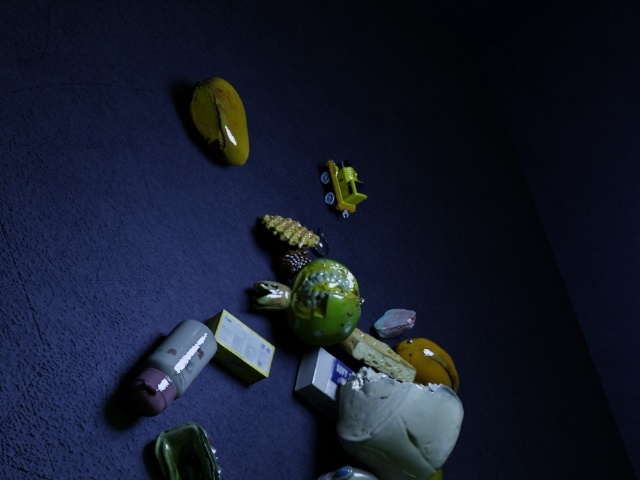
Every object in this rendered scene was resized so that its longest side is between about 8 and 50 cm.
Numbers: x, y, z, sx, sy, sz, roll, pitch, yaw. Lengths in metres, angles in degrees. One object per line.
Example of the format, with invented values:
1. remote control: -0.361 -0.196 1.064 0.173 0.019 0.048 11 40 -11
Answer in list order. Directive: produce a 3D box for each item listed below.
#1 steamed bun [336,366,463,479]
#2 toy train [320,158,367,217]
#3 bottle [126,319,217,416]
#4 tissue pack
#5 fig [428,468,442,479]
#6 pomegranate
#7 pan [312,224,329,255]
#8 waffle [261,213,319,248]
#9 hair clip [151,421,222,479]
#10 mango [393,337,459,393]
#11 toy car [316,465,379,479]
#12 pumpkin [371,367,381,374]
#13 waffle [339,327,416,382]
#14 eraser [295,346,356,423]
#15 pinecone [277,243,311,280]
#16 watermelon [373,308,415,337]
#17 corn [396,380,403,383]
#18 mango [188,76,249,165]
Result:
1. steamed bun: 0.210 0.455 1.709 0.290 0.272 0.274 36 45 -25
2. toy train: 0.078 -0.183 2.254 0.089 0.127 0.219 13 57 -47
3. bottle: -0.320 0.276 1.451 0.110 0.110 0.233 52 36 -12
4. tissue pack: -0.200 0.260 1.651 0.176 0.062 0.095 40 38 -25
5. fig: 0.251 0.671 1.882 0.142 0.186 0.148 33 -14 44
6. pomegranate: -0.035 0.165 1.819 0.301 0.236 0.236 4 57 -12
7. pan: 0.000 0.000 2.114 0.068 0.023 0.115 36 45 -29
8. waffle: -0.086 -0.025 1.942 0.191 0.038 0.191 25 14 -7
9. hair clip: -0.239 0.531 1.372 0.091 0.138 0.321 52 20 -70
10. mango: 0.334 0.405 2.123 0.236 0.166 0.136 51 41 -11
11. toy car: 0.149 0.705 1.623 0.336 0.226 0.242 41 40 -27
12. pumpkin: 0.162 0.410 2.020 0.083 0.028 0.050 46 38 -34
13. waffle: 0.147 0.318 1.969 0.274 0.057 0.168 32 3 -33
14. eraser: 0.058 0.417 1.840 0.279 0.081 0.124 42 40 -25
15. pinecone: -0.076 0.054 1.921 0.102 0.102 0.109 18 37 -44
16. watermelon: 0.233 0.267 2.167 0.180 0.094 0.081 -25 88 -40
17. corn: 0.279 0.523 2.021 0.305 0.122 0.123 43 7 -27
18. mango: -0.279 -0.334 1.924 0.167 0.130 0.262 -3 74 -57
